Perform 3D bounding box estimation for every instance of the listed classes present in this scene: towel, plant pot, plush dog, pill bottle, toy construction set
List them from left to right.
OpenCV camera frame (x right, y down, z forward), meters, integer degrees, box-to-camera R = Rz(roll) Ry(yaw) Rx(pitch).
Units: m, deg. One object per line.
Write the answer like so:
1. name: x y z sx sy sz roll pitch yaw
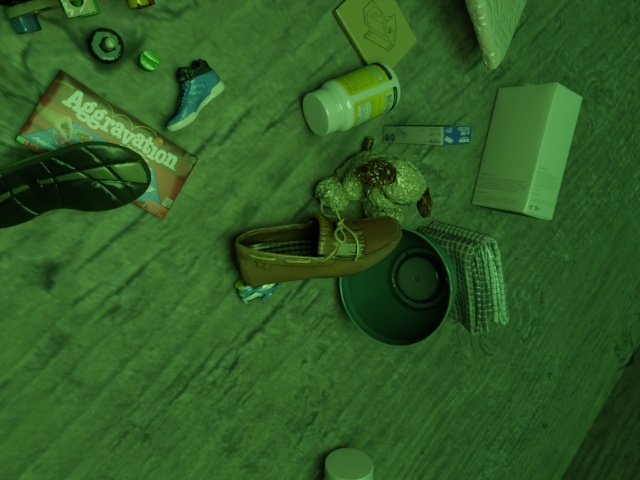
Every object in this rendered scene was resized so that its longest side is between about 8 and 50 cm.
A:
1. toy construction set: -0.350 -0.444 0.708 0.257 0.237 0.309 0 101 -33
2. pill bottle: 0.076 0.743 1.315 0.160 0.160 0.284 -7 105 -32
3. pill bottle: 0.071 -0.322 1.084 0.208 0.119 0.119 -29 115 -25
4. plush dog: 0.152 -0.140 1.114 0.262 0.225 0.211 17 92 -34
5. plant pot: 0.221 0.106 1.211 0.196 0.292 0.294 -5 105 -57
6. towel: 0.382 0.104 1.320 0.121 0.235 0.284 -23 111 -24
7. towel: 0.442 -0.672 1.214 0.332 0.053 0.317 51 56 -40

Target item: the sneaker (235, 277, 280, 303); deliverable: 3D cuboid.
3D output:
1. sneaker: -0.126 0.102 1.098 0.144 0.053 0.059 -18 113 -21

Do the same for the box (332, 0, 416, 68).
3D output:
1. box: 0.137 -0.515 1.140 0.164 0.021 0.201 -50 122 -14

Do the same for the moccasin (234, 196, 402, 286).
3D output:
1. moccasin: -0.001 -0.002 1.048 0.379 0.139 0.147 -5 136 -7

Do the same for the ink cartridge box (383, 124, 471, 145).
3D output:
1. ink cartridge box: 0.258 -0.262 1.165 0.097 0.207 0.046 -10 107 -31

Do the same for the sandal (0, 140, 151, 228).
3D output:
1. sandal: -0.445 -0.105 0.800 0.302 0.086 0.120 -11 123 -7

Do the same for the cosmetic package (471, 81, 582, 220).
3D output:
1. cosmetic package: 0.608 -0.261 1.404 0.155 0.196 0.366 9 98 -34

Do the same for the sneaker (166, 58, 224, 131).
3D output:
1. sneaker: -0.260 -0.286 0.911 0.152 0.058 0.085 -50 128 -18

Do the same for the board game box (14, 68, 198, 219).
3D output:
1. board game box: -0.383 -0.168 0.880 0.281 0.027 0.145 32 82 -34
